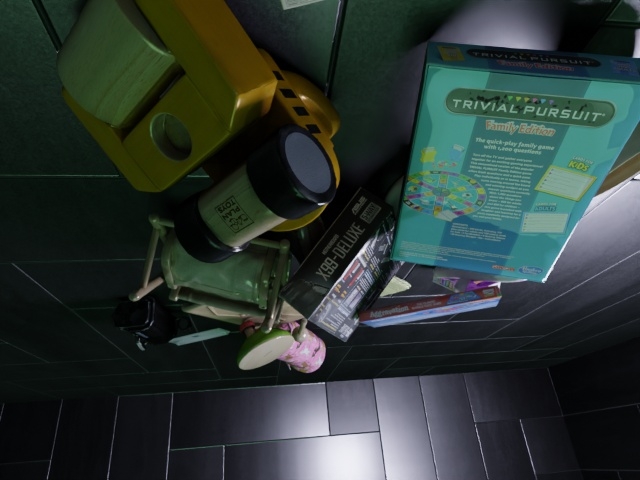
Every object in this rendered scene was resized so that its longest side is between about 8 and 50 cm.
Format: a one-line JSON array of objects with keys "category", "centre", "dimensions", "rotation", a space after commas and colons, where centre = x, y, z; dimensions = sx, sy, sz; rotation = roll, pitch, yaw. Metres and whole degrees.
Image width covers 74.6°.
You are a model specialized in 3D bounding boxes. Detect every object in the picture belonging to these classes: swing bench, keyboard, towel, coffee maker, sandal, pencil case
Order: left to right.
[{"category": "coffee maker", "centre": [-0.505, 0.237, 1.267], "dimensions": [0.171, 0.120, 0.178], "rotation": [-26, 156, -11]}, {"category": "keyboard", "centre": [-0.473, 0.369, 1.616], "dimensions": [0.255, 0.014, 0.072], "rotation": [-17, 146, 20]}, {"category": "swing bench", "centre": [-0.195, 0.068, 0.841], "dimensions": [0.253, 0.165, 0.255], "rotation": [12, 173, -1]}, {"category": "pencil case", "centre": [-0.111, 0.392, 1.569], "dimensions": [0.160, 0.167, 0.386], "rotation": [19, 163, 27]}, {"category": "towel", "centre": [0.192, 0.132, 1.260], "dimensions": [0.110, 0.027, 0.148], "rotation": [-24, 149, 33]}, {"category": "sandal", "centre": [0.377, 0.089, 0.978], "dimensions": [0.169, 0.102, 0.416], "rotation": [-13, 177, -2]}]

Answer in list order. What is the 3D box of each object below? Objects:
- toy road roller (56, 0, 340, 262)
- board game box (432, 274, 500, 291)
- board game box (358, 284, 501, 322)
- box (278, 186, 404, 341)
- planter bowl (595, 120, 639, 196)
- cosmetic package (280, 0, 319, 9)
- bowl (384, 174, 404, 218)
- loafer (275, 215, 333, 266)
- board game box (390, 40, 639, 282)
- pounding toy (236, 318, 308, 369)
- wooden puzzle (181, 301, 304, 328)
[{"category": "toy road roller", "centre": [-0.111, -0.154, 0.525], "dimensions": [0.202, 0.241, 0.330], "rotation": [-26, 109, 35]}, {"category": "board game box", "centre": [0.408, 0.115, 1.175], "dimensions": [0.154, 0.026, 0.103], "rotation": [-1, -166, -29]}, {"category": "board game box", "centre": [0.234, 0.146, 0.905], "dimensions": [0.281, 0.027, 0.145], "rotation": [-13, 162, 15]}, {"category": "box", "centre": [0.065, 0.069, 0.847], "dimensions": [0.242, 0.076, 0.307], "rotation": [-52, 156, -6]}, {"category": "planter bowl", "centre": [0.440, -0.153, 0.640], "dimensions": [0.162, 0.109, 0.162], "rotation": [-25, 159, -10]}, {"category": "cosmetic package", "centre": [-0.025, -0.288, 0.396], "dimensions": [0.060, 0.041, 0.115], "rotation": [-8, 152, 7]}, {"category": "bowl", "centre": [0.282, -0.037, 0.835], "dimensions": [0.297, 0.134, 0.298], "rotation": [-4, 152, -2]}, {"category": "loafer", "centre": [0.000, 0.000, 0.900], "dimensions": [0.130, 0.134, 0.366], "rotation": [-40, 153, -8]}, {"category": "board game box", "centre": [0.251, -0.093, 0.610], "dimensions": [0.253, 0.079, 0.336], "rotation": [8, 135, 7]}, {"category": "pounding toy", "centre": [-0.161, 0.288, 1.291], "dimensions": [0.236, 0.110, 0.183], "rotation": [-25, 151, -13]}, {"category": "wooden puzzle", "centre": [-0.176, 0.181, 1.243], "dimensions": [0.347, 0.081, 0.322], "rotation": [-18, 150, 32]}]
